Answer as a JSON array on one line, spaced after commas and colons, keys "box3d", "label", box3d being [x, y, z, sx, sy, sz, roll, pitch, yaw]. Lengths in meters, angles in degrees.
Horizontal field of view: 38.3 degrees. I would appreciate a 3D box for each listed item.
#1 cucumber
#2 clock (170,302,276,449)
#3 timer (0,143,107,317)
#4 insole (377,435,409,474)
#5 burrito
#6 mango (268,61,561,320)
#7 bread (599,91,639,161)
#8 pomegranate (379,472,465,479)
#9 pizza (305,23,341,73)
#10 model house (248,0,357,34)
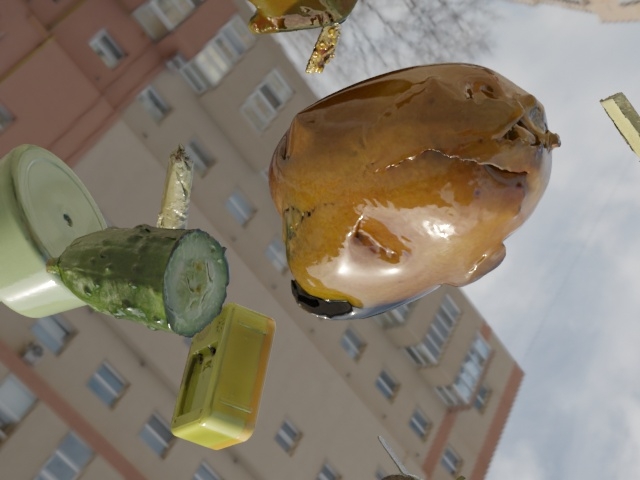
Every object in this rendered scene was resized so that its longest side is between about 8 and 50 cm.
[{"box3d": [-0.242, 0.041, 1.144, 0.244, 0.134, 0.134, 6, -137, 27], "label": "cucumber"}, {"box3d": [-0.149, 0.211, 1.427, 0.143, 0.096, 0.202, -34, -141, 52], "label": "clock"}, {"box3d": [-0.558, 0.029, 1.574, 0.315, 0.291, 0.291, -25, -156, 10], "label": "timer"}, {"box3d": [0.183, 0.503, 1.994, 0.006, 0.193, 0.065, -38, 163, 6], "label": "insole"}, {"box3d": [-0.234, -0.070, 1.491, 0.058, 0.188, 0.045, 33, -146, 31], "label": "burrito"}, {"box3d": [0.068, -0.049, 0.794, 0.287, 0.201, 0.153, -22, -144, 38], "label": "mango"}, {"box3d": [0.505, -0.170, 1.473, 0.028, 0.154, 0.068, -37, -178, 2], "label": "bread"}, {"box3d": [0.161, 0.470, 1.581, 0.220, 0.156, 0.156, -39, -164, 41], "label": "pomegranate"}, {"box3d": [0.011, -0.410, 1.976, 0.131, 0.041, 0.178, -62, 178, -26], "label": "pizza"}, {"box3d": [-0.028, -0.455, 1.349, 0.173, 0.239, 0.268, 23, -99, 31], "label": "model house"}]
